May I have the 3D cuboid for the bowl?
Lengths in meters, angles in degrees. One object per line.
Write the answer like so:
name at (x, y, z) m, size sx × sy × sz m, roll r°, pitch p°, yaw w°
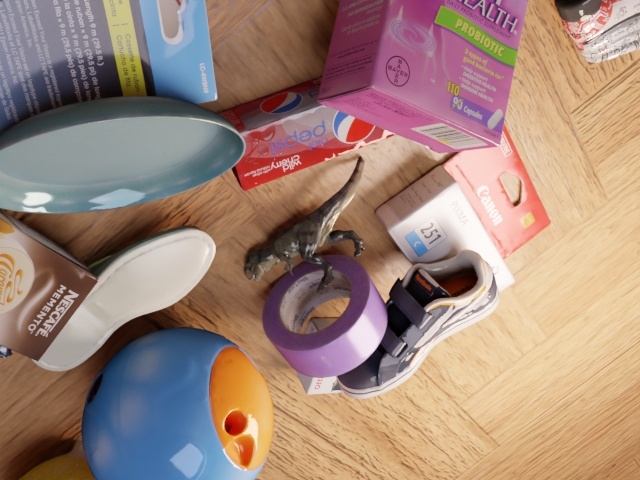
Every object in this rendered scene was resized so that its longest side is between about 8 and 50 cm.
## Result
bowl at (-0.376, 0.423, 1.167) m, size 0.290 × 0.290 × 0.155 m, roll 28°, pitch 67°, yaw -36°

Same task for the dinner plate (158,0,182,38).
dinner plate at (-0.219, -0.264, 0.846) m, size 0.141 × 0.017 × 0.141 m, roll -8°, pitch 124°, yaw -12°

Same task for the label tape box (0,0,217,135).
label tape box at (-0.305, -0.254, 0.751) m, size 0.348 × 0.115 × 0.249 m, roll -13°, pitch 125°, yaw -15°

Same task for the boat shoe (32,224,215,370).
boat shoe at (-0.290, 0.067, 1.013) m, size 0.305 × 0.091 × 0.109 m, roll -35°, pitch 122°, yaw 2°

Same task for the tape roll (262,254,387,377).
tape roll at (0.006, 0.119, 1.119) m, size 0.189 × 0.189 × 0.080 m, roll -32°, pitch 130°, yaw 0°

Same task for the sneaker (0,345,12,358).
sneaker at (-0.458, 0.139, 0.969) m, size 0.135 × 0.058 × 0.052 m, roll -12°, pitch 122°, yaw -67°

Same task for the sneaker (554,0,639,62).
sneaker at (0.486, -0.384, 1.039) m, size 0.270 × 0.090 × 0.145 m, roll -37°, pitch 131°, yaw 9°

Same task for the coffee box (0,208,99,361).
coffee box at (-0.425, 0.032, 0.875) m, size 0.141 × 0.098 × 0.246 m, roll -55°, pitch 138°, yaw -7°

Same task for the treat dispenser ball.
treat dispenser ball at (-0.214, 0.277, 1.069) m, size 0.288 × 0.288 × 0.288 m, roll -12°, pitch 128°, yaw -16°

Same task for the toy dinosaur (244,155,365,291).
toy dinosaur at (0.000, 0.000, 1.092) m, size 0.268 × 0.064 × 0.118 m, roll -41°, pitch 92°, yaw 7°

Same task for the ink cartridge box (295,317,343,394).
ink cartridge box at (0.055, 0.212, 1.285) m, size 0.175 × 0.072 × 0.127 m, roll 2°, pitch 123°, yaw -26°

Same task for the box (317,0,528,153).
box at (0.137, -0.259, 0.880) m, size 0.214 × 0.117 × 0.242 m, roll 17°, pitch 82°, yaw -32°

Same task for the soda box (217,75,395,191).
soda box at (-0.008, -0.166, 0.975) m, size 0.263 × 0.083 × 0.092 m, roll -21°, pitch 129°, yaw -9°

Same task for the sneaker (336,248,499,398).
sneaker at (0.148, 0.126, 1.156) m, size 0.321 × 0.126 × 0.127 m, roll -36°, pitch 136°, yaw -8°

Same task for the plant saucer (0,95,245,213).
plant saucer at (-0.250, -0.100, 0.835) m, size 0.318 × 0.043 × 0.317 m, roll -14°, pitch 170°, yaw -3°

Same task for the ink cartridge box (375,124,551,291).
ink cartridge box at (0.273, -0.023, 1.219) m, size 0.261 × 0.066 × 0.296 m, roll -36°, pitch 131°, yaw 5°
